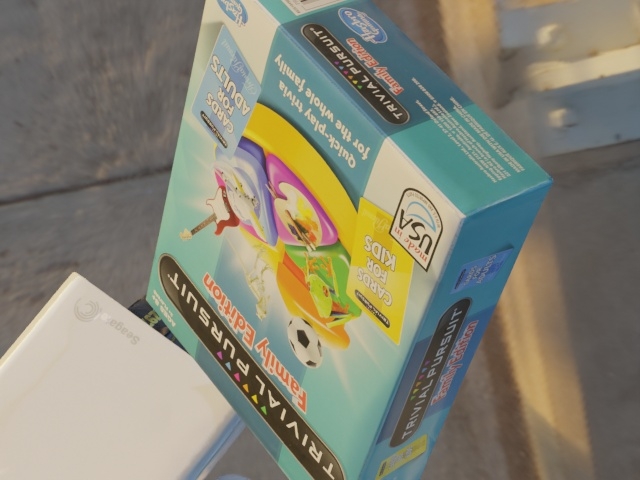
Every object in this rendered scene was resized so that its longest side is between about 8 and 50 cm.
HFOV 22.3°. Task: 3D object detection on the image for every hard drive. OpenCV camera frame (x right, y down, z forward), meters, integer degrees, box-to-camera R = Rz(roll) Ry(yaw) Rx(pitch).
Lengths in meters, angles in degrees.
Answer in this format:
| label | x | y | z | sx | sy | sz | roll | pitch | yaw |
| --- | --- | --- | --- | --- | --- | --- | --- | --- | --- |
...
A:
| label | x | y | z | sx | sy | sz | roll | pitch | yaw |
| --- | --- | --- | --- | --- | --- | --- | --- | --- | --- |
| hard drive | -0.226 | 0.202 | 1.360 | 0.203 | 0.040 | 0.307 | 34 | 76 | 16 |

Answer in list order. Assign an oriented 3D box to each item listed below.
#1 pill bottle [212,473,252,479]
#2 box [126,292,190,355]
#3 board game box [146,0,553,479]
| label | x | y | z | sx | sy | sz | roll | pitch | yaw |
| --- | --- | --- | --- | --- | --- | --- | --- | --- | --- |
| pill bottle | -0.154 | 0.366 | 1.806 | 0.229 | 0.131 | 0.131 | -35 | 96 | 26 |
| box | -0.204 | 0.151 | 1.725 | 0.059 | 0.232 | 0.183 | 30 | 114 | 9 |
| board game box | 0.000 | 0.006 | 1.108 | 0.079 | 0.336 | 0.254 | -22 | 57 | -33 |
